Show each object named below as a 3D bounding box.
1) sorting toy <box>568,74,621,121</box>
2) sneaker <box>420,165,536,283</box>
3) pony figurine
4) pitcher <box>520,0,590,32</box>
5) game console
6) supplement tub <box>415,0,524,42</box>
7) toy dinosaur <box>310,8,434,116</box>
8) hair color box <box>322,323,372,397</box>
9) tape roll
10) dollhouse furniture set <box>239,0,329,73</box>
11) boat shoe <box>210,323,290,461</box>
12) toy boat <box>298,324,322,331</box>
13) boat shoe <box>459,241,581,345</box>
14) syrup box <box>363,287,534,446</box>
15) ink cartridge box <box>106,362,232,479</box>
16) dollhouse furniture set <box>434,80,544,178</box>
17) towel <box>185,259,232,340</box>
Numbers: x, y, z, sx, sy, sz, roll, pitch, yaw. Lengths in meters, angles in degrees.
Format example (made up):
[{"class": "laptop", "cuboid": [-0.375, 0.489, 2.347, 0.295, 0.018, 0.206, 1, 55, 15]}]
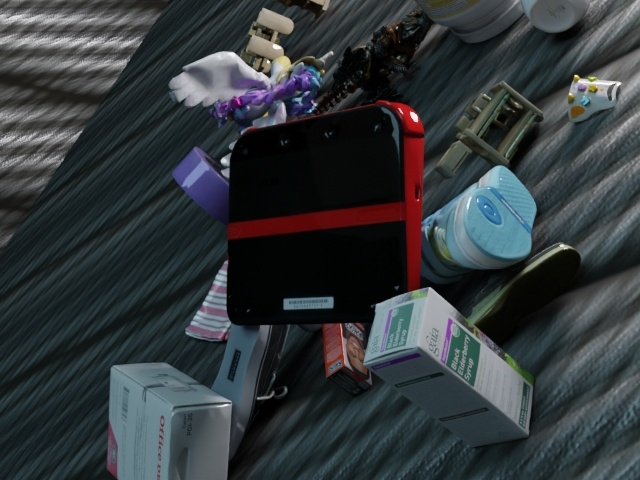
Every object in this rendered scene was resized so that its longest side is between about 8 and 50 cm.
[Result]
[{"class": "sorting toy", "cuboid": [0.446, -0.237, 1.524, 0.075, 0.045, 0.083, 4, 57, 32]}, {"class": "sneaker", "cuboid": [0.206, 0.012, 1.408, 0.208, 0.127, 0.319, -39, -2, 27]}, {"class": "pony figurine", "cuboid": [-0.147, -0.329, 2.196, 0.351, 0.302, 0.363, -34, 12, -8]}, {"class": "pitcher", "cuboid": [0.413, -0.490, 1.703, 0.125, 0.178, 0.207, -32, 32, 47]}, {"class": "game console", "cuboid": [-0.003, -0.036, 1.510, 0.387, 0.060, 0.341, -6, 81, 40]}, {"class": "supplement tub", "cuboid": [0.257, -0.575, 1.852, 0.241, 0.331, 0.241, -33, 34, 26]}, {"class": "toy dinosaur", "cuboid": [0.114, -0.365, 2.039, 0.321, 0.164, 0.218, -59, 8, 32]}, {"class": "hair color box", "cuboid": [0.042, 0.181, 1.550, 0.043, 0.072, 0.141, -36, 34, 23]}, {"class": "tape roll", "cuboid": [-0.243, -0.122, 2.151, 0.080, 0.189, 0.189, -46, 30, 7]}, {"class": "dollhouse furniture set", "cuboid": [-0.096, -0.556, 2.492, 0.212, 0.161, 0.242, -177, 107, -78]}, {"class": "boat shoe", "cuboid": [-0.124, 0.250, 1.657, 0.113, 0.105, 0.306, 16, 94, 50]}, {"class": "toy boat", "cuboid": [0.000, 0.000, 1.694, 0.148, 0.268, 0.318, -140, 59, -68]}, {"class": "boat shoe", "cuboid": [0.272, 0.075, 1.356, 0.223, 0.080, 0.073, -46, 35, 16]}, {"class": "syrup box", "cuboid": [0.171, 0.170, 1.226, 0.096, 0.237, 0.093, -22, 39, 39]}, {"class": "ink cartridge box", "cuboid": [-0.272, 0.348, 1.652, 0.283, 0.117, 0.207, 14, 101, 56]}, {"class": "dollhouse furniture set", "cuboid": [0.278, -0.162, 1.637, 0.181, 0.101, 0.161, -54, 6, -6]}, {"class": "towel", "cuboid": [-0.199, 0.120, 1.974, 0.144, 0.029, 0.197, 0, 58, 52]}]
